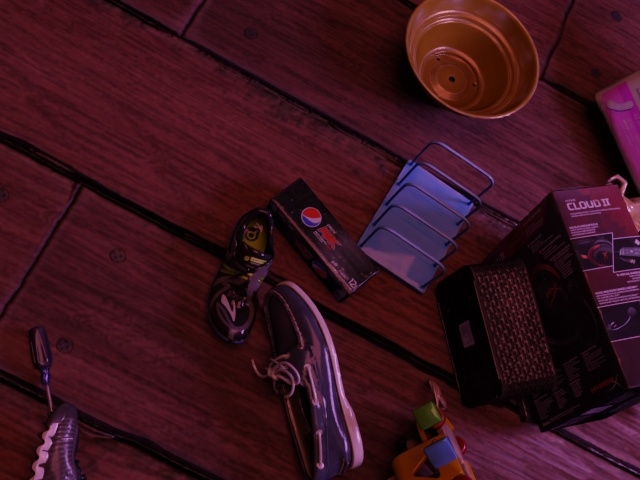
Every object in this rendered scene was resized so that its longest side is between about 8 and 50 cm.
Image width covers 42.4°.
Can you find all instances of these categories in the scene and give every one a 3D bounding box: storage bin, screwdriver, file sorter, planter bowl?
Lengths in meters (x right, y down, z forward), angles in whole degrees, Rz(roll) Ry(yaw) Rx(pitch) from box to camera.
[{"bbox_3d":[0.233,0.126,1.118,0.084,0.122,0.180,-7,74,-19],"label":"storage bin"},{"bbox_3d":[-0.329,0.187,0.992,0.025,0.024,0.170,-11,80,11],"label":"screwdriver"},{"bbox_3d":[0.149,-0.036,1.159,0.118,0.104,0.170,34,66,-2],"label":"file sorter"},{"bbox_3d":[0.217,-0.265,1.265,0.217,0.090,0.217,5,71,-14],"label":"planter bowl"}]

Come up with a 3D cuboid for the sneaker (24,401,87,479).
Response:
[{"bbox_3d":[-0.284,0.304,0.934,0.106,0.078,0.234,10,73,-16],"label":"sneaker"}]

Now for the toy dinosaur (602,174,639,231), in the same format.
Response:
[{"bbox_3d":[0.463,-0.051,1.265,0.183,0.053,0.093,-32,76,15],"label":"toy dinosaur"}]

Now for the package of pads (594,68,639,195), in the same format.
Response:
[{"bbox_3d":[0.587,-0.150,1.260,0.101,0.229,0.297,-1,67,-58],"label":"package of pads"}]

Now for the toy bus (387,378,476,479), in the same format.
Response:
[{"bbox_3d":[0.140,0.296,1.039,0.104,0.202,0.191,-28,88,8],"label":"toy bus"}]

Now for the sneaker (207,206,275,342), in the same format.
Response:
[{"bbox_3d":[-0.101,0.040,1.074,0.067,0.078,0.188,16,69,-10],"label":"sneaker"}]

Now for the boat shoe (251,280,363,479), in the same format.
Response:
[{"bbox_3d":[-0.027,0.178,1.044,0.079,0.095,0.255,-15,85,-32],"label":"boat shoe"}]

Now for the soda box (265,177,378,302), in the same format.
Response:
[{"bbox_3d":[0.000,0.000,1.131,0.060,0.053,0.169,-38,86,-24],"label":"soda box"}]

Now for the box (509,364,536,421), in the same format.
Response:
[{"bbox_3d":[0.306,0.210,1.167,0.067,0.018,0.083,-4,73,-18],"label":"box"}]

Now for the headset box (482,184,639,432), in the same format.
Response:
[{"bbox_3d":[0.338,0.080,1.099,0.110,0.218,0.293,-7,65,-19],"label":"headset box"}]
